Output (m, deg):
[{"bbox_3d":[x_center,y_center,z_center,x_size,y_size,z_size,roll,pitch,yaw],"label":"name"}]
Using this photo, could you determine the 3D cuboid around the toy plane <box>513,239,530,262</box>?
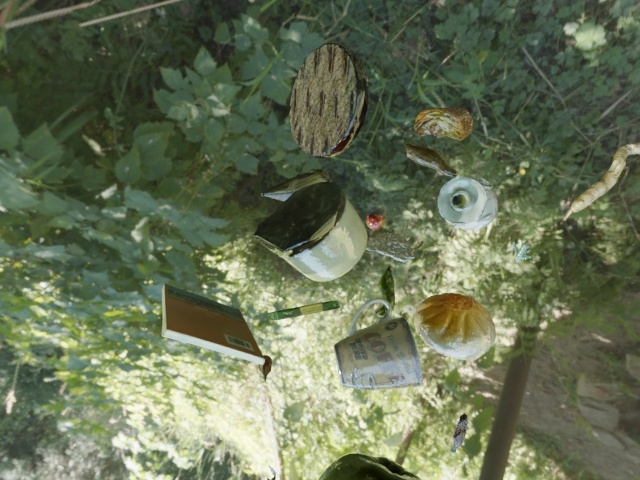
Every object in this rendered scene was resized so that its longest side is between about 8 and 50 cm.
[{"bbox_3d":[0.652,0.039,1.330,0.080,0.033,0.083,-122,27,-47],"label":"toy plane"}]

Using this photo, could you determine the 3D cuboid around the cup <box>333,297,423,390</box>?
[{"bbox_3d":[0.170,0.345,1.346,0.257,0.301,0.227,-9,169,-3],"label":"cup"}]

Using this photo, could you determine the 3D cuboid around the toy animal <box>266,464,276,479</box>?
[{"bbox_3d":[-0.120,0.592,0.987,0.028,0.084,0.050,6,120,-15],"label":"toy animal"}]

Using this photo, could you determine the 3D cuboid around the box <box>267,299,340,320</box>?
[{"bbox_3d":[-0.061,0.253,1.480,0.235,0.034,0.132,-7,172,-23],"label":"box"}]

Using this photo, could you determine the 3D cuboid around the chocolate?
[{"bbox_3d":[0.000,0.000,1.421,0.314,0.326,0.297,17,145,55],"label":"chocolate"}]

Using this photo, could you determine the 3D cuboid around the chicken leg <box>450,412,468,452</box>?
[{"bbox_3d":[0.446,0.624,1.322,0.037,0.145,0.062,15,-176,16],"label":"chicken leg"}]

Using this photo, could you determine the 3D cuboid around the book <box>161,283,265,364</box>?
[{"bbox_3d":[-0.314,0.225,1.156,0.262,0.028,0.374,24,-179,-23],"label":"book"}]

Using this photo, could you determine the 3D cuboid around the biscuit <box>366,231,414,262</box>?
[{"bbox_3d":[0.368,0.022,2.189,0.289,0.141,0.038,17,163,10],"label":"biscuit"}]

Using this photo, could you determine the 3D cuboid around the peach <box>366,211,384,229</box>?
[{"bbox_3d":[0.287,-0.100,2.153,0.098,0.061,0.098,2,110,6],"label":"peach"}]

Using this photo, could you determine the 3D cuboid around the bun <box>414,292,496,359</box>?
[{"bbox_3d":[0.497,0.288,1.514,0.299,0.299,0.165,15,117,27],"label":"bun"}]

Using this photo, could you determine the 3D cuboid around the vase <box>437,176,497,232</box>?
[{"bbox_3d":[0.635,-0.158,1.763,0.250,0.250,0.445,16,-172,26],"label":"vase"}]

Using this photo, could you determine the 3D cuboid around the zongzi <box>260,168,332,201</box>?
[{"bbox_3d":[-0.097,-0.232,1.703,0.242,0.112,0.221,1,159,-37],"label":"zongzi"}]

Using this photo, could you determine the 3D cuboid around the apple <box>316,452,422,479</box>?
[{"bbox_3d":[0.135,0.842,1.131,0.473,0.474,0.474,23,154,12],"label":"apple"}]

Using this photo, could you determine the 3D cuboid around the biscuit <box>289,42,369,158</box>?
[{"bbox_3d":[0.028,-0.504,1.510,0.091,0.407,0.407,-1,177,-40],"label":"biscuit"}]

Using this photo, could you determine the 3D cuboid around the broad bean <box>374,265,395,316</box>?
[{"bbox_3d":[0.244,0.186,1.511,0.070,0.214,0.048,-3,139,23],"label":"broad bean"}]

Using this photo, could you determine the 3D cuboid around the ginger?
[{"bbox_3d":[0.919,-0.201,1.307,0.075,0.288,0.089,48,-168,33],"label":"ginger"}]

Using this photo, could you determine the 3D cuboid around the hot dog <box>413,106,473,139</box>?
[{"bbox_3d":[0.466,-0.444,1.552,0.196,0.272,0.122,14,115,29],"label":"hot dog"}]

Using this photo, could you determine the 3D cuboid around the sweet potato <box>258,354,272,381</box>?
[{"bbox_3d":[-0.195,0.457,1.453,0.049,0.049,0.117,40,-164,-21],"label":"sweet potato"}]

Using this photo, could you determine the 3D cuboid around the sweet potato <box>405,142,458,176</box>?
[{"bbox_3d":[0.449,-0.326,1.659,0.243,0.077,0.077,31,156,14],"label":"sweet potato"}]
